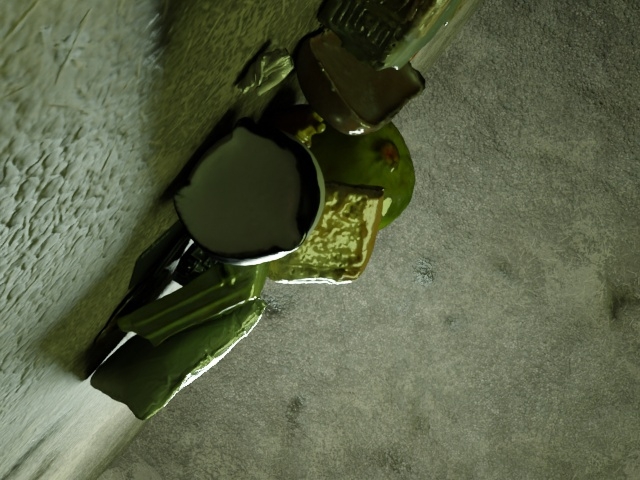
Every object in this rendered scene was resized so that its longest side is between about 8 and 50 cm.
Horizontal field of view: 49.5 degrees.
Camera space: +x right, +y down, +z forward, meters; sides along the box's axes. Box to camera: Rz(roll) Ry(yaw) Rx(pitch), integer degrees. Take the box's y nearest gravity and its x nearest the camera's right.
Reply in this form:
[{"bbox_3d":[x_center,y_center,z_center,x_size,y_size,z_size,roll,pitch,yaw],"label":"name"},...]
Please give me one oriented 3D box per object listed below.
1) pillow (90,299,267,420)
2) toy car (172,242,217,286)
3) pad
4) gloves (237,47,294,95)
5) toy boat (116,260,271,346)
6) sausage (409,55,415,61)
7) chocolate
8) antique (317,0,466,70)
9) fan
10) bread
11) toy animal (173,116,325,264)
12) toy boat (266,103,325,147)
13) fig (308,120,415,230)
[{"bbox_3d":[-0.253,0.188,1.212,0.274,0.076,0.280,-42,-157,-26],"label":"pillow"},{"bbox_3d":[-0.166,0.016,1.178,0.191,0.097,0.100,-43,-156,33],"label":"toy car"},{"bbox_3d":[-0.227,0.003,1.037,0.157,0.003,0.112,-49,177,-35],"label":"pad"},{"bbox_3d":[-0.057,-0.190,0.780,0.081,0.037,0.044,-35,138,-11],"label":"gloves"},{"bbox_3d":[-0.179,0.088,1.085,0.276,0.084,0.111,-29,177,7],"label":"toy boat"},{"bbox_3d":[0.160,-0.394,1.303,0.179,0.089,0.089,-57,176,22],"label":"sausage"},{"bbox_3d":[0.047,-0.233,1.000,0.083,0.161,0.261,-28,-172,37],"label":"chocolate"},{"bbox_3d":[0.128,-0.343,0.918,0.150,0.125,0.284,-51,178,41],"label":"antique"},{"bbox_3d":[-0.274,0.071,1.108,0.227,0.008,0.152,-50,178,24],"label":"fan"},{"bbox_3d":[0.000,0.000,1.208,0.204,0.163,0.262,0,158,-26],"label":"bread"},{"bbox_3d":[-0.082,-0.056,0.928,0.187,0.165,0.235,-45,-179,6],"label":"toy animal"},{"bbox_3d":[-0.044,-0.147,1.111,0.141,0.099,0.318,-53,176,-15],"label":"toy boat"},{"bbox_3d":[0.040,-0.129,1.411,0.258,0.258,0.326,-50,-164,-25],"label":"fig"}]
